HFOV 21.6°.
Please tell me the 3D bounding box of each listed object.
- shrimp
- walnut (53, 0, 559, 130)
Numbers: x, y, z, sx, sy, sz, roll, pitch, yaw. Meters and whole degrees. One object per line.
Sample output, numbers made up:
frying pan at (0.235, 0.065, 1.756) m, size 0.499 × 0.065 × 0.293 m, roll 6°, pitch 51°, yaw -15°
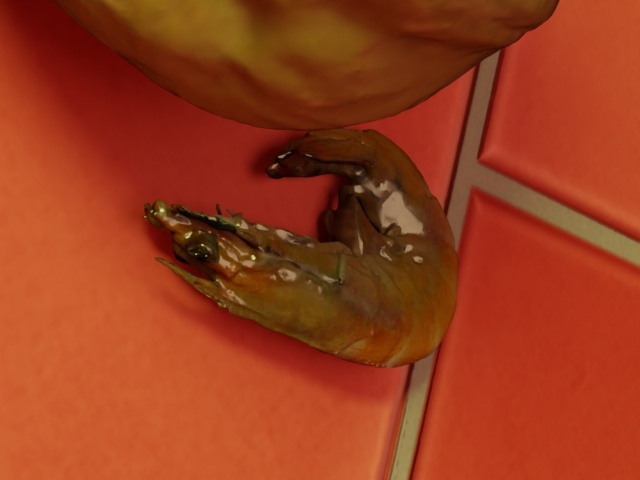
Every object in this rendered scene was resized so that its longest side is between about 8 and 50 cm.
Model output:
shrimp at (0.000, 0.000, 1.005) m, size 0.248 × 0.068 × 0.150 m, roll 9°, pitch 72°, yaw -47°
walnut at (-0.003, -0.251, 0.816) m, size 0.383 × 0.383 × 0.384 m, roll -1°, pitch 91°, yaw -42°
